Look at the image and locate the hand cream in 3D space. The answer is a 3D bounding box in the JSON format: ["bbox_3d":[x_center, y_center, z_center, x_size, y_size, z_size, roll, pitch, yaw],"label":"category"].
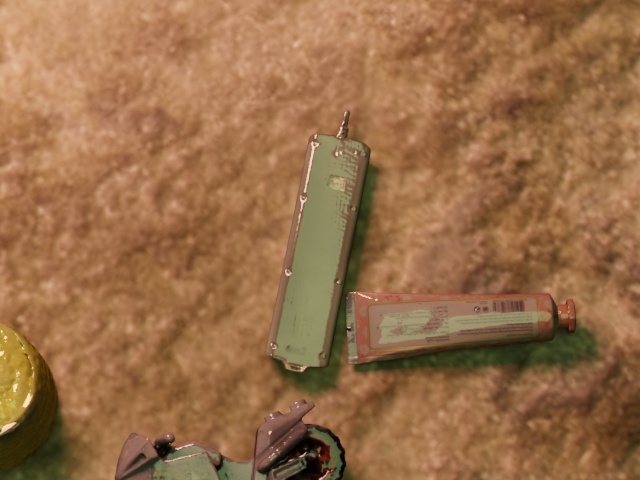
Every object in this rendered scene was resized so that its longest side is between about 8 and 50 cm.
[{"bbox_3d":[0.128,0.076,1.382,0.209,0.043,0.067,-3,83,3],"label":"hand cream"}]

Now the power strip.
[{"bbox_3d":[0.000,0.000,1.398,0.060,0.027,0.253,11,78,2],"label":"power strip"}]

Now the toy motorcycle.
[{"bbox_3d":[-0.089,0.203,1.332,0.215,0.080,0.122,-24,82,-11],"label":"toy motorcycle"}]

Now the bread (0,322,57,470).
[{"bbox_3d":[-0.293,0.129,1.324,0.129,0.114,0.111,29,73,1],"label":"bread"}]
